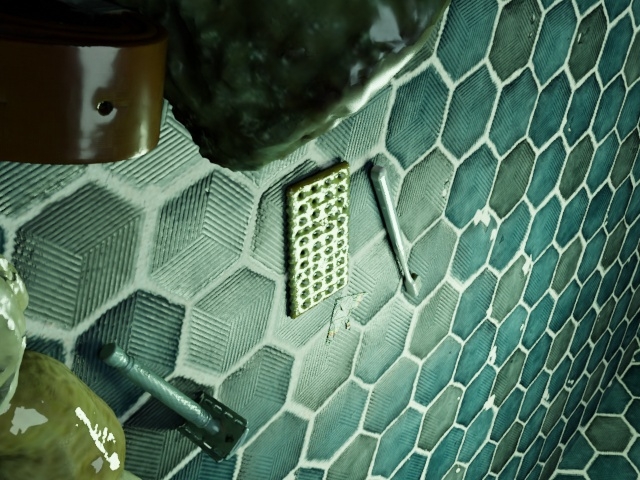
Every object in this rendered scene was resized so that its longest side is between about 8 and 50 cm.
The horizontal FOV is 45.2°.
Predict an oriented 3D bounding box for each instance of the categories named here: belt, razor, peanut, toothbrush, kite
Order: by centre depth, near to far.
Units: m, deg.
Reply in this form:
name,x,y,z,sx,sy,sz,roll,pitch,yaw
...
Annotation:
name,x,y,z,sx,sy,sz,roll,pitch,yaw
belt,-0.241,-0.138,0.571,0.184,0.261,0.105,-53,155,-60
peanut,-0.301,0.195,0.805,0.137,0.122,0.253,-41,137,-18
razor,-0.199,0.198,0.988,0.068,0.106,0.232,-55,133,-15
kite,0.043,0.124,1.310,0.122,0.004,0.090,-47,141,-24
toothbrush,0.134,-0.007,1.332,0.030,0.025,0.342,-56,145,-25

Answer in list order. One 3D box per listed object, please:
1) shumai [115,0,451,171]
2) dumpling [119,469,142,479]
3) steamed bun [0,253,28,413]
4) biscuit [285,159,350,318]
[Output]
name,x,y,z,sx,sy,sz,roll,pitch,yaw
shumai,-0.082,-0.280,0.674,0.348,0.395,0.395,38,78,-29
dumpling,-0.268,0.344,0.885,0.252,0.179,0.131,-2,116,-54
steamed bun,-0.338,0.065,0.493,0.280,0.207,0.268,-41,111,-28
biscuit,0.000,0.000,1.171,0.139,0.016,0.231,-29,131,-38
